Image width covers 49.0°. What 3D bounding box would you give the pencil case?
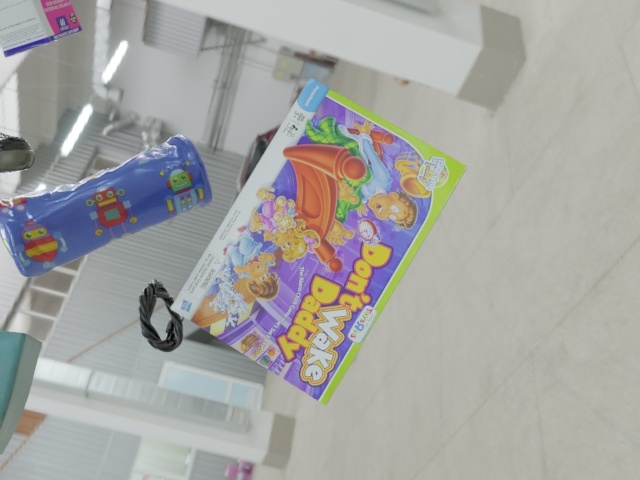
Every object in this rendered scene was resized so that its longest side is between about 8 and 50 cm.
[{"bbox_3d":[-0.314,-0.053,1.024,0.133,0.306,0.119,22,133,63],"label":"pencil case"}]

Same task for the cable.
[{"bbox_3d":[-0.351,0.165,1.553,0.184,0.047,0.150,-77,-32,-68],"label":"cable"}]

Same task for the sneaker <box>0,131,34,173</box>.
[{"bbox_3d":[-0.393,-0.129,0.725,0.087,0.227,0.130,-12,-71,-61],"label":"sneaker"}]

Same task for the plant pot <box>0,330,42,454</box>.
[{"bbox_3d":[-0.671,0.299,1.380,0.165,0.165,0.234,123,153,-72],"label":"plant pot"}]

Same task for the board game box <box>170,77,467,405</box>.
[{"bbox_3d":[0.000,0.000,0.914,0.347,0.233,0.078,-59,-7,-2],"label":"board game box"}]

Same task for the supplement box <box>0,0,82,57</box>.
[{"bbox_3d":[-0.543,-0.460,1.260,0.111,0.114,0.220,-61,-43,-59],"label":"supplement box"}]
